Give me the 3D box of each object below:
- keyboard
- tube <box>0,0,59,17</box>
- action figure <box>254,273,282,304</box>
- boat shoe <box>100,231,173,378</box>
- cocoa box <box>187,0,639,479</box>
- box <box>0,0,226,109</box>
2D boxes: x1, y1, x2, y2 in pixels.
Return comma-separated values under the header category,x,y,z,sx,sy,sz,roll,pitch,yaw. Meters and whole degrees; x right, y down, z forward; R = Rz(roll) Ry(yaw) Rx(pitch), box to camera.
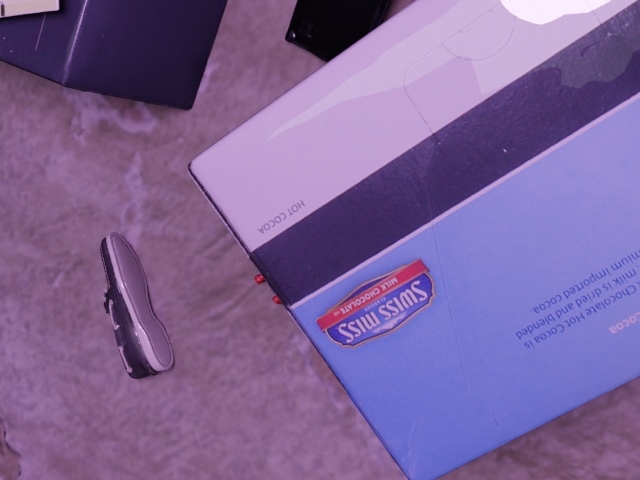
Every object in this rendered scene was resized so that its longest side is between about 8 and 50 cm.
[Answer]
category,x,y,z,sx,sy,sz,roll,pitch,yaw
keyboard,0.029,-0.228,0.771,0.100,0.038,0.192,35,120,22
tube,-0.224,-0.270,0.690,0.070,0.062,0.240,-174,79,-66
action figure,0.000,0.000,0.799,0.115,0.030,0.038,-43,80,13
boat shoe,-0.163,0.056,0.865,0.038,0.046,0.125,-22,90,18
cocoa box,0.150,-0.063,0.598,0.347,0.231,0.228,-33,96,21
box,-0.217,-0.319,0.810,0.313,0.179,0.343,22,100,21
